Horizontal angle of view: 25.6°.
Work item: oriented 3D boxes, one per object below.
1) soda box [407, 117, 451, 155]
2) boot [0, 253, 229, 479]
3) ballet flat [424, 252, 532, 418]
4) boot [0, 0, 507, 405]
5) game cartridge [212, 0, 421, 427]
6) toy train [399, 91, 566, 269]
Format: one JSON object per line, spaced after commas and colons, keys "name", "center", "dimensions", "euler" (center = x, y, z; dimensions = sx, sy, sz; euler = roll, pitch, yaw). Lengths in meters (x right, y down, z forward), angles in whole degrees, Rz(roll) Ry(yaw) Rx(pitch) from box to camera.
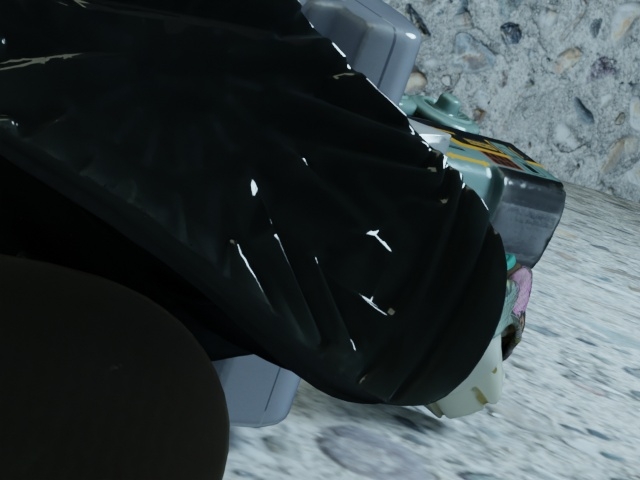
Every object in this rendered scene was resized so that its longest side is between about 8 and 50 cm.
{"name": "soda box", "center": [-0.059, -0.063, 0.877], "dimensions": [0.091, 0.098, 0.286], "euler": [-2, 20, -45]}
{"name": "boot", "center": [-0.179, 0.021, 0.369], "dimensions": [0.305, 0.112, 0.115], "euler": [21, -11, -7]}
{"name": "ballet flat", "center": [0.070, 0.048, 0.719], "dimensions": [0.077, 0.079, 0.221], "euler": [-11, -3, 18]}
{"name": "boot", "center": [-0.087, -0.040, 0.411], "dimensions": [0.246, 0.094, 0.207], "euler": [45, -26, -25]}
{"name": "game cartridge", "center": [-0.075, -0.056, 0.628], "dimensions": [0.060, 0.196, 0.294], "euler": [8, 24, -37]}
{"name": "toy train", "center": [0.061, -0.064, 1.244], "dimensions": [0.334, 0.142, 0.190], "euler": [12, 20, -40]}
